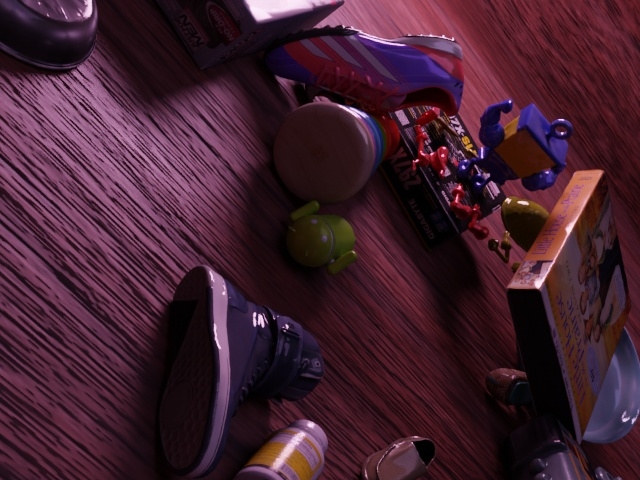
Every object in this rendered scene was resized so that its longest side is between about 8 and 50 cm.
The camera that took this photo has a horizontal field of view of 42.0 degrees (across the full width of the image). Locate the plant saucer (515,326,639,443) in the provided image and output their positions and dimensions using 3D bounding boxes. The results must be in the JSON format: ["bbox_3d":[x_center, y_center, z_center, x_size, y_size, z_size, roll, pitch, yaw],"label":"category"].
[{"bbox_3d":[0.485,0.230,1.584,0.318,0.044,0.317,15,60,-26],"label":"plant saucer"}]

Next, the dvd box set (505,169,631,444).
[{"bbox_3d":[0.439,0.102,1.429,0.420,0.062,0.307,-44,123,-48],"label":"dvd box set"}]

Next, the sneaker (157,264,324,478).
[{"bbox_3d":[-0.067,0.143,0.799,0.163,0.086,0.226,37,33,-31],"label":"sneaker"}]

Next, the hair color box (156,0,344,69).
[{"bbox_3d":[-0.109,-0.387,1.241,0.185,0.114,0.374,56,28,-6],"label":"hair color box"}]

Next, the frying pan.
[{"bbox_3d":[-0.276,-0.275,0.923,0.326,0.053,0.197,-10,72,-58],"label":"frying pan"}]

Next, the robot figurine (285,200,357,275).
[{"bbox_3d":[0.000,0.000,1.079,0.101,0.067,0.115,56,26,17],"label":"robot figurine"}]

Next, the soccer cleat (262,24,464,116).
[{"bbox_3d":[0.071,-0.255,1.284,0.319,0.108,0.116,0,75,-13],"label":"soccer cleat"}]

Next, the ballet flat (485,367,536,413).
[{"bbox_3d":[0.344,0.248,1.409,0.067,0.073,0.206,31,3,42],"label":"ballet flat"}]

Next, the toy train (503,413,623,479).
[{"bbox_3d":[0.360,0.394,1.183,0.190,0.142,0.334,48,17,-11],"label":"toy train"}]

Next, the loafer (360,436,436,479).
[{"bbox_3d":[0.094,0.265,0.987,0.056,0.050,0.148,60,27,3],"label":"loafer"}]

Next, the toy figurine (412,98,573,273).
[{"bbox_3d":[0.352,-0.116,1.433,0.362,0.217,0.191,44,39,-18],"label":"toy figurine"}]

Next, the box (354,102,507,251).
[{"bbox_3d":[0.198,-0.163,1.533,0.257,0.079,0.321,-27,87,-56],"label":"box"}]

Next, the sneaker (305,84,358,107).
[{"bbox_3d":[0.065,-0.249,1.371,0.186,0.069,0.083,6,74,-7],"label":"sneaker"}]

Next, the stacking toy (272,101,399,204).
[{"bbox_3d":[0.046,-0.149,1.258,0.141,0.141,0.330,58,21,-2],"label":"stacking toy"}]

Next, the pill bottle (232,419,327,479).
[{"bbox_3d":[-0.035,0.220,0.799,0.065,0.065,0.116,58,27,-2],"label":"pill bottle"}]
